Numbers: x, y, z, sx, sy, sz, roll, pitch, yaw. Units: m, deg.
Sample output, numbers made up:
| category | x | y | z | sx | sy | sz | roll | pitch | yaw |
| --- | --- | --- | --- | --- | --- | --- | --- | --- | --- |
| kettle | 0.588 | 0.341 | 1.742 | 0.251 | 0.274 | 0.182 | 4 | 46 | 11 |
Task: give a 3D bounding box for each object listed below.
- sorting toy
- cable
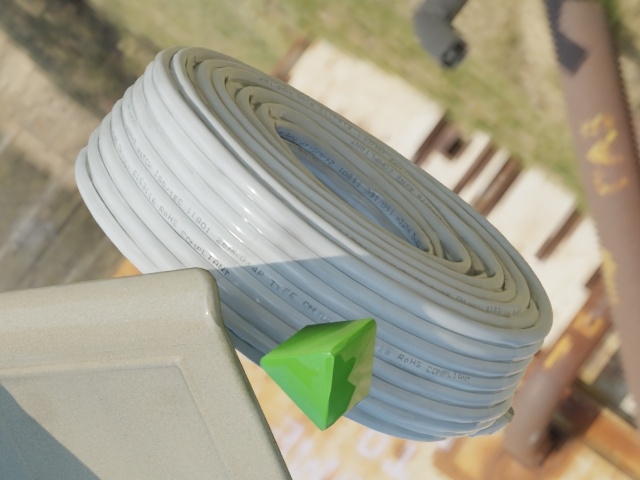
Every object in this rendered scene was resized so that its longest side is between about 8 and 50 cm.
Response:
| category | x | y | z | sx | sy | sz | roll | pitch | yaw |
| --- | --- | --- | --- | --- | --- | --- | --- | --- | --- |
| sorting toy | -0.075 | 0.106 | 0.772 | 0.347 | 0.047 | 0.196 | -7 | 108 | 40 |
| cable | 0.000 | 0.000 | 0.880 | 0.257 | 0.089 | 0.257 | 41 | -166 | 13 |
